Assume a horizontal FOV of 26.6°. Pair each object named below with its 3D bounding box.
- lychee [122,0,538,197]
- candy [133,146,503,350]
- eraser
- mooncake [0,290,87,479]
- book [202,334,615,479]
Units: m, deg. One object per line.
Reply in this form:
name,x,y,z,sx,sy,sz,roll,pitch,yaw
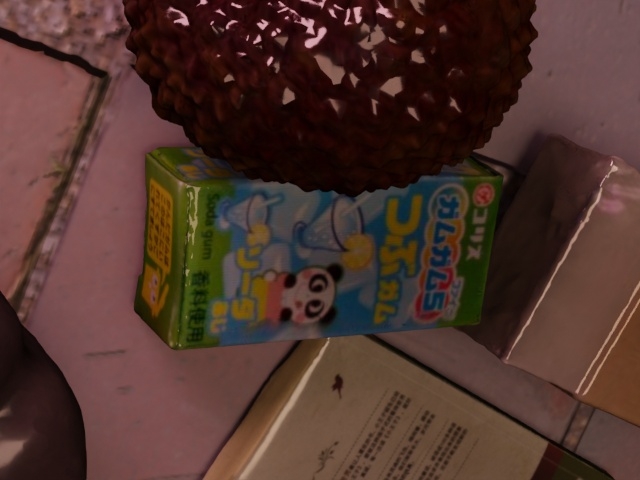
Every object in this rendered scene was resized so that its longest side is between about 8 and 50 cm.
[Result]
lychee,0.011,-0.104,0.652,0.188,0.188,0.188,-10,114,-22
candy,0.000,0.000,0.749,0.195,0.062,0.097,-3,111,-26
eraser,0.248,0.061,0.878,0.343,0.078,0.144,24,96,-33
mooncake,-0.237,0.106,0.641,0.245,0.133,0.244,-14,119,-28
book,0.053,0.185,0.869,0.289,0.026,0.201,33,93,-32
